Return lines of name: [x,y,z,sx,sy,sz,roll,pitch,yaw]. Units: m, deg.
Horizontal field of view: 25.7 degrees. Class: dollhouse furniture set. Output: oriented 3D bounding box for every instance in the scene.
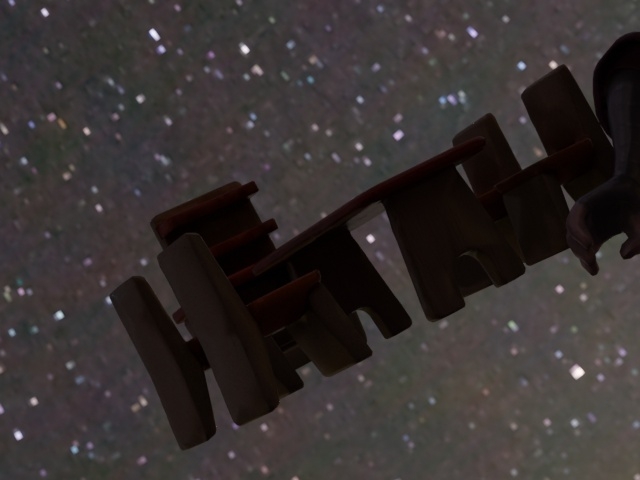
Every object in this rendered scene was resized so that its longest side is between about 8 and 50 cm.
dollhouse furniture set: [0.000,0.000,0.792,0.262,0.135,0.259,-26,-4,-31]

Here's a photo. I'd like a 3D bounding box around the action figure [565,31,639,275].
action figure: [0.218,-0.152,0.708,0.248,0.276,0.370,-10,-40,-2]
